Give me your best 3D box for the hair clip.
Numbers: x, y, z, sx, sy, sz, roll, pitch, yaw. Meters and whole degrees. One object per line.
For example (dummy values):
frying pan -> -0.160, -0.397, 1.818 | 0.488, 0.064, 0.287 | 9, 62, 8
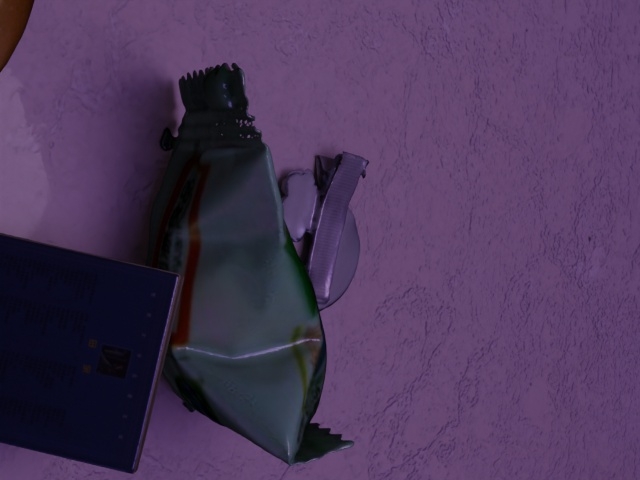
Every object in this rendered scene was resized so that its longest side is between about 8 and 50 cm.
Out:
hair clip -> 0.000, 0.000, 1.277 | 0.140, 0.054, 0.220 | 14, 88, -42

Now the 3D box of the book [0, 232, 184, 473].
book -> -0.280, 0.094, 0.982 | 0.269, 0.025, 0.190 | 12, 86, 2

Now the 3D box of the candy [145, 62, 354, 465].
candy -> -0.091, 0.021, 1.072 | 0.172, 0.263, 0.397 | -9, 101, -31

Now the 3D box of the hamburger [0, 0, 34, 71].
hamburger -> -0.319, -0.257, 0.937 | 0.144, 0.157, 0.282 | 1, 92, -38
